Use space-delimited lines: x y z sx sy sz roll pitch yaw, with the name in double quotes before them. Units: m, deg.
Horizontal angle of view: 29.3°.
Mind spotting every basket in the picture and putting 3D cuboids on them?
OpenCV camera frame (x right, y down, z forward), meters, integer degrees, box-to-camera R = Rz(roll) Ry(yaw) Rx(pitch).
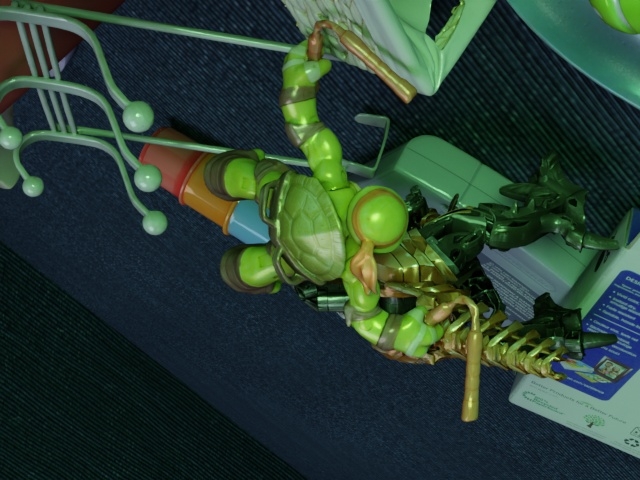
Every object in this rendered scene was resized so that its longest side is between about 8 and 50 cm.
"basket" 0.028 -0.185 0.730 0.103 0.113 0.167 22 160 35

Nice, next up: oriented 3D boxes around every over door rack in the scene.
"over door rack" -0.090 -0.090 0.945 0.324 0.108 0.239 -2 162 -6

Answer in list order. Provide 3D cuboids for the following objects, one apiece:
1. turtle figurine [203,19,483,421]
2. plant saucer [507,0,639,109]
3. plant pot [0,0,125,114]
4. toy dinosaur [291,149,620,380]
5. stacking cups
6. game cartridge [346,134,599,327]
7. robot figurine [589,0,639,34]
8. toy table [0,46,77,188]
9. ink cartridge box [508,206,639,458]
"turtle figurine" 0.000 0.000 0.810 0.217 0.087 0.269 -2 114 60
"plant saucer" 0.218 -0.149 0.626 0.317 0.044 0.317 28 163 10
"plant pot" -0.309 -0.218 0.992 0.275 0.243 0.275 28 161 11
"toy dinosaur" 0.096 0.044 0.924 0.322 0.218 0.164 -118 27 -48
"stacking cups" -0.056 -0.028 1.346 0.316 0.096 0.096 33 163 8
"game cartridge" 0.165 0.013 1.134 0.294 0.060 0.196 36 165 -13
"robot figurine" 0.174 -0.128 0.574 0.115 0.067 0.101 14 128 45
"toy table" -0.395 -0.192 1.341 0.252 0.161 0.274 39 160 -22
"ink cartridge box" 0.282 0.077 0.994 0.165 0.065 0.333 24 150 2
